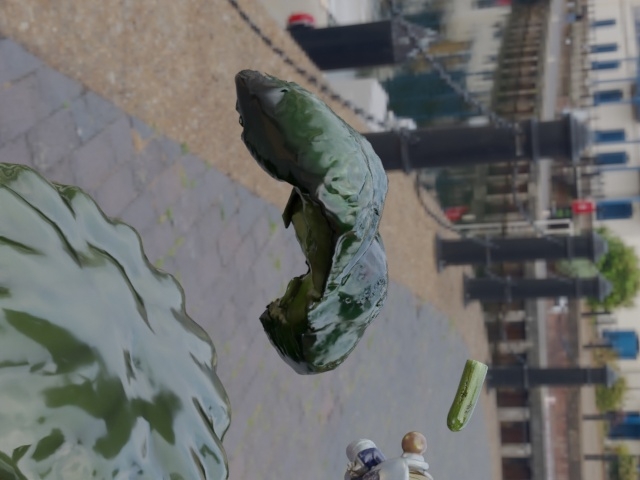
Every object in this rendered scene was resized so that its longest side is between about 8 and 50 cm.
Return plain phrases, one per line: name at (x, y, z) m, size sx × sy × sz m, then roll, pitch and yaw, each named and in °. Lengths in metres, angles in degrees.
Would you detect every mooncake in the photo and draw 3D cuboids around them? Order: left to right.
mooncake at (-0.226, 0.113, 0.829) m, size 0.356 × 0.194 × 0.356 m, roll 52°, pitch 21°, yaw -29°

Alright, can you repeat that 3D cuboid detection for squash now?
squash at (0.166, 0.179, 1.160) m, size 0.083 × 0.027 × 0.027 m, roll -69°, pitch 157°, yaw -15°

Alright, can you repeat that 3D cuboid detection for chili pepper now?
chili pepper at (0.007, 0.000, 0.796) m, size 0.265 × 0.116 × 0.148 m, roll 92°, pitch -26°, yaw -45°

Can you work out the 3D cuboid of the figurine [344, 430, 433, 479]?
figurine at (0.097, 0.363, 1.503) m, size 0.274 × 0.133 × 0.194 m, roll -116°, pitch -143°, yaw -58°
